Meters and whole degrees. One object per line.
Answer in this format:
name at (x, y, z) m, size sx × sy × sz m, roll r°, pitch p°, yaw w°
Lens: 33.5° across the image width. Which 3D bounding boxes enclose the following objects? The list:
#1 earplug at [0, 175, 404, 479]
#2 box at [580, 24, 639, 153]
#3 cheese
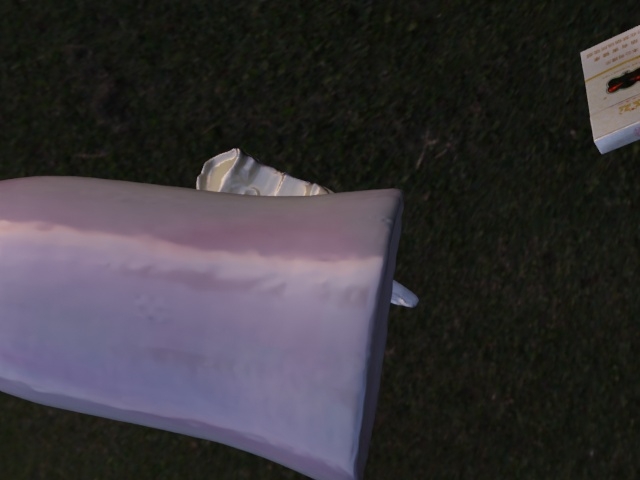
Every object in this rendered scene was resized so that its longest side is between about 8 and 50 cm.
earplug at (-0.112, 0.036, 0.615) m, size 0.301 × 0.172 × 0.172 m, roll 8°, pitch 117°, yaw 7°
box at (0.321, -0.162, 1.099) m, size 0.090 × 0.167 × 0.024 m, roll -23°, pitch 125°, yaw 25°
cheese at (-0.011, -0.001, 1.073) m, size 0.163 × 0.071 × 0.249 m, roll 18°, pitch 165°, yaw 36°
